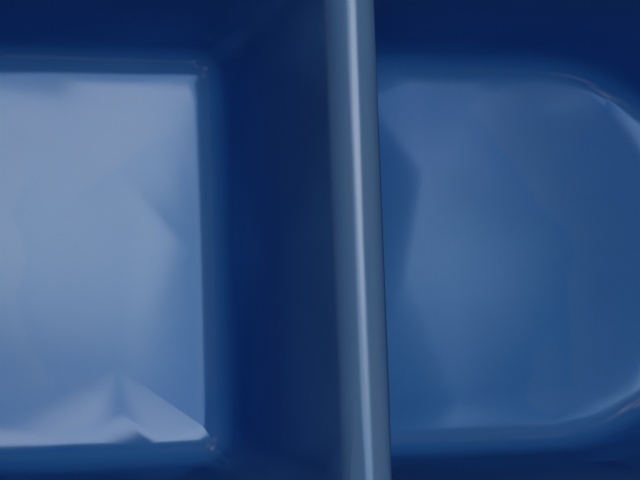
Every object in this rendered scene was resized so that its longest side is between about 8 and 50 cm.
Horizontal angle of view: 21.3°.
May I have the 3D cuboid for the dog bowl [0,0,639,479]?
[{"bbox_3d":[0.000,0.000,0.375,0.297,0.074,0.166,0,84,-15],"label":"dog bowl"}]
